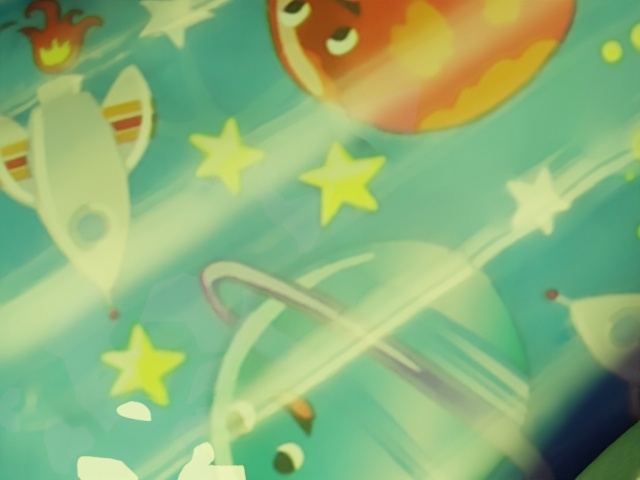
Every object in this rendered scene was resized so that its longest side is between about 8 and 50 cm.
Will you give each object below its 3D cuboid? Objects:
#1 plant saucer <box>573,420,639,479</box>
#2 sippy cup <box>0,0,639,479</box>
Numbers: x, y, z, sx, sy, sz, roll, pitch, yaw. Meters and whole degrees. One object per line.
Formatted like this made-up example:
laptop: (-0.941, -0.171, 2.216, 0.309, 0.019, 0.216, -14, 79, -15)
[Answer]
plant saucer: (0.090, 0.082, 0.436, 0.195, 0.195, 0.037, -56, 46, 12)
sippy cup: (0.000, 0.000, 0.479, 0.224, 0.305, 0.240, -33, 57, 4)
